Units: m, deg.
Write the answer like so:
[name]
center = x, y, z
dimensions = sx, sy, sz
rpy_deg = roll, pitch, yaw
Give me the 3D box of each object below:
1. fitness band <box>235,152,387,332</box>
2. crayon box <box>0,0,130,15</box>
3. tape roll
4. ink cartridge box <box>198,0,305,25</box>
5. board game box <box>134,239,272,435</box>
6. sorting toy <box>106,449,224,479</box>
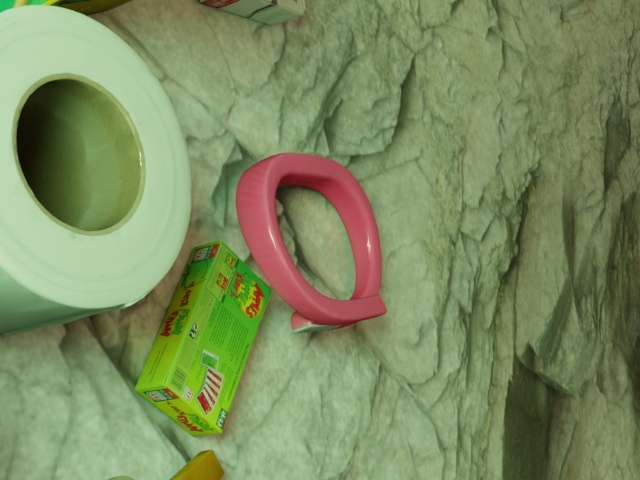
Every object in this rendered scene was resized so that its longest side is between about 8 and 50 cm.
[fitness band]
center = 0.000, 0.000, 1.224
dimensions = 0.291, 0.054, 0.208
rpy_deg = 1, 72, -63
[crayon box]
center = -0.170, -0.273, 0.935
dimensions = 0.165, 0.279, 0.081
rpy_deg = -31, 104, -53
[tape roll]
center = -0.248, -0.050, 0.851
dimensions = 0.246, 0.169, 0.246
rpy_deg = 23, 60, -47
[ink cartridge box]
center = -0.086, -0.323, 1.251
dimensions = 0.135, 0.056, 0.099
rpy_deg = 5, 75, -52
[board game box]
center = -0.117, 0.100, 1.079
dimensions = 0.092, 0.043, 0.181
rpy_deg = 48, 45, -34
[sorting toy]
center = -0.167, 0.337, 0.944
dimensions = 0.307, 0.041, 0.229
rpy_deg = -37, 104, -52
